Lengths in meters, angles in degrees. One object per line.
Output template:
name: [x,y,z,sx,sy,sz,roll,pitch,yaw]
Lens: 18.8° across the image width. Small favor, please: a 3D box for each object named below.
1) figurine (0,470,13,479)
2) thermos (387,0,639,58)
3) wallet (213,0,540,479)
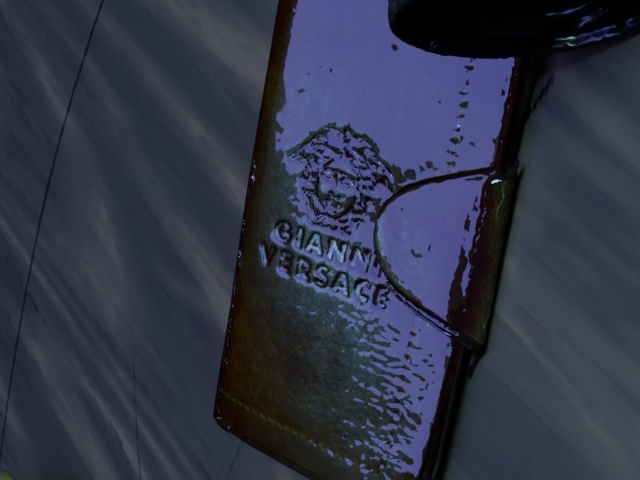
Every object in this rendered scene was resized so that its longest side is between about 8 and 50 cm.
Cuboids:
figurine: [-0.185,0.268,1.130,0.324,0.124,0.222,48,132,54]
thermos: [0.073,-0.246,0.722,0.136,0.110,0.330,-24,67,57]
wallet: [0.022,-0.013,0.838,0.137,0.031,0.255,22,111,35]
